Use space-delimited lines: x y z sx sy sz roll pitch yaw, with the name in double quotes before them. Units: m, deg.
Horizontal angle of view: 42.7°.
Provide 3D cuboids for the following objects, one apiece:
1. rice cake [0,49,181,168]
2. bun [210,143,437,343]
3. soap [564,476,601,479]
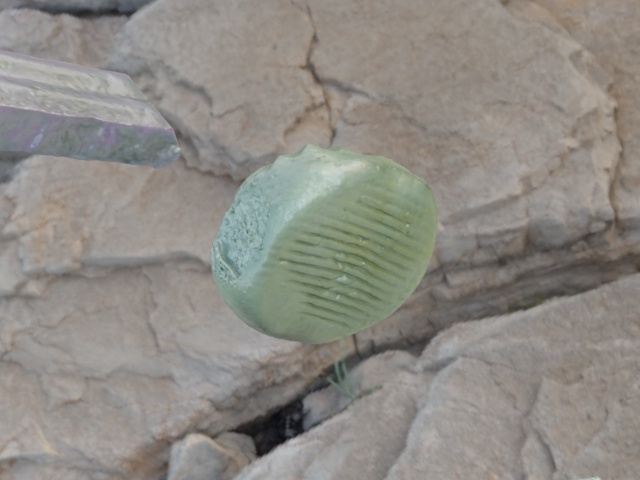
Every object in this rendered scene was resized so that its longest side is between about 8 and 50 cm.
"rice cake" -0.251 -0.113 0.645 0.106 0.298 0.050 48 119 32
"bun" 0.002 0.001 0.765 0.221 0.221 0.108 -39 46 -4
"soap" 0.271 0.350 0.970 0.063 0.198 0.114 2 89 62
